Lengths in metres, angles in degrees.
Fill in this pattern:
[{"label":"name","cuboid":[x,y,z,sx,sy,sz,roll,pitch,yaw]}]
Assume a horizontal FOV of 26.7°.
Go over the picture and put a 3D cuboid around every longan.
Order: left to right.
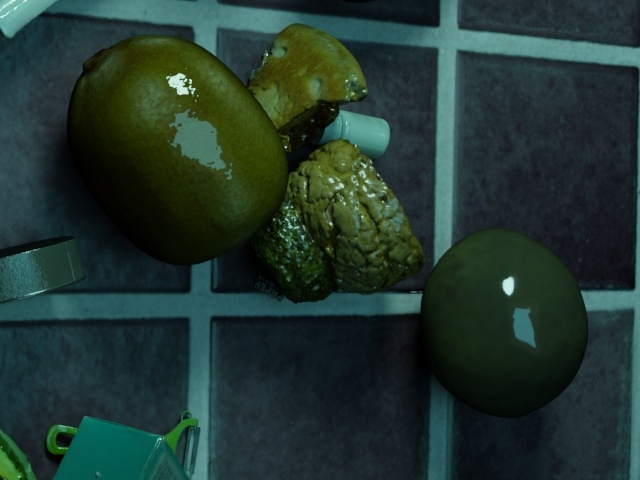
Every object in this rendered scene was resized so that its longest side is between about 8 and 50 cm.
[{"label":"longan","cuboid":[0.206,0.097,1.517,0.196,0.196,0.220,-18,111,-27]}]

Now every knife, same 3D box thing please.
[{"label":"knife","cuboid":[-0.201,0.209,1.391,0.166,0.022,0.078,10,81,-29]}]

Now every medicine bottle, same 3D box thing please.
[{"label":"medicine bottle","cuboid":[0.032,-0.119,1.495,0.083,0.047,0.047,10,87,-28]}]

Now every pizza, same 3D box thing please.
[{"label":"pizza","cuboid":[-0.033,-0.129,1.435,0.194,0.154,0.069,-50,137,9]}]

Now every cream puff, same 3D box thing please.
[{"label":"cream puff","cuboid":[0.000,0.000,1.429,0.169,0.183,0.183,-33,107,-5]}]

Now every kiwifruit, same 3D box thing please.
[{"label":"kiwifruit","cuboid":[-0.144,-0.093,1.318,0.234,0.196,0.196,48,70,-13]}]

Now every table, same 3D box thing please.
[{"label":"table","cuboid":[-0.292,0.031,1.273,0.133,0.133,0.043,-16,97,-27]}]

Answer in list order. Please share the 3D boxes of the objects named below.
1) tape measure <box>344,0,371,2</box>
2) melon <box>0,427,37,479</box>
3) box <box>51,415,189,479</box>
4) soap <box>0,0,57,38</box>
[{"label":"tape measure","cuboid":[0.085,-0.381,1.473,0.271,0.133,0.231,-12,96,-30]},{"label":"melon","cuboid":[-0.396,0.222,1.233,0.265,0.129,0.169,33,98,-10]},{"label":"box","cuboid":[-0.214,0.311,1.273,0.153,0.092,0.245,74,34,-52]},{"label":"soap","cuboid":[-0.262,-0.326,1.309,0.261,0.094,0.150,-43,115,-22]}]
